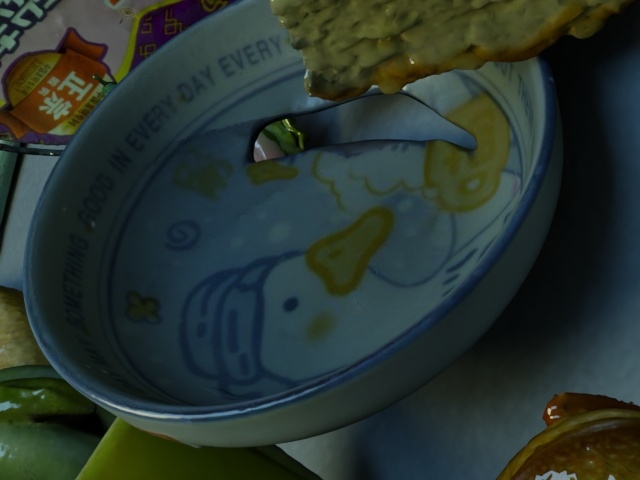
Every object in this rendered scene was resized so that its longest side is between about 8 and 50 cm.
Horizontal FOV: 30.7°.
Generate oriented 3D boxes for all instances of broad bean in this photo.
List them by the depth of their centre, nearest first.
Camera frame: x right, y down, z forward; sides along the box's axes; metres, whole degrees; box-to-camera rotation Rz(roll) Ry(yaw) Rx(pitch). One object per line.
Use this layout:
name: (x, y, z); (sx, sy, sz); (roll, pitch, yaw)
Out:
broad bean: (-0.231, 0.163, 0.823); (0.228, 0.169, 0.100); (-47, 21, 32)

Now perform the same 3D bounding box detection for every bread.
bread: (0.060, -0.214, 0.548); (0.185, 0.114, 0.275); (-16, 58, 18)

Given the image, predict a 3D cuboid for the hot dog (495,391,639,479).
hot dog: (0.087, 0.216, 0.416); (0.158, 0.117, 0.349); (26, 109, 26)

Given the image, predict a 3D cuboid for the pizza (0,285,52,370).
pizza: (-0.299, 0.127, 1.002); (0.365, 0.074, 0.182); (-4, 74, 52)

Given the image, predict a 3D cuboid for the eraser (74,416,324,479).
eraser: (-0.061, 0.175, 0.515); (0.069, 0.158, 0.226); (-60, 2, 30)

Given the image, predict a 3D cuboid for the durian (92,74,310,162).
durian: (-0.064, -0.007, 0.711); (0.095, 0.137, 0.221); (106, 155, -68)

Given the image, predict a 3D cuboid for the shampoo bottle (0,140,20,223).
shampoo bottle: (-0.313, -0.076, 1.113); (0.069, 0.041, 0.191); (6, 84, 49)

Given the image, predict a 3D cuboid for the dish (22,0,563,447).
dish: (0.000, 0.000, 0.594); (0.273, 0.134, 0.273); (-15, 49, 17)

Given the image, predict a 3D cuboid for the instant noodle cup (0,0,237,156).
instant noodle cup: (-0.175, -0.262, 0.772); (0.340, 0.340, 0.266); (-41, 40, 38)
